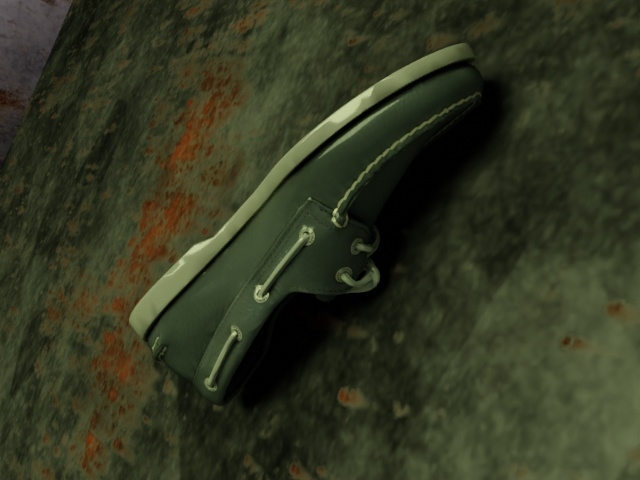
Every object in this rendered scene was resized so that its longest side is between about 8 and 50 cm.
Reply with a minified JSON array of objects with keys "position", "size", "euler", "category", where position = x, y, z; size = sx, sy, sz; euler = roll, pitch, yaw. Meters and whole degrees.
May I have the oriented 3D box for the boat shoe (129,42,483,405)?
[{"position":[0.000,0.000,0.585],"size":[0.319,0.116,0.099],"euler":[-41,80,25],"category":"boat shoe"}]
